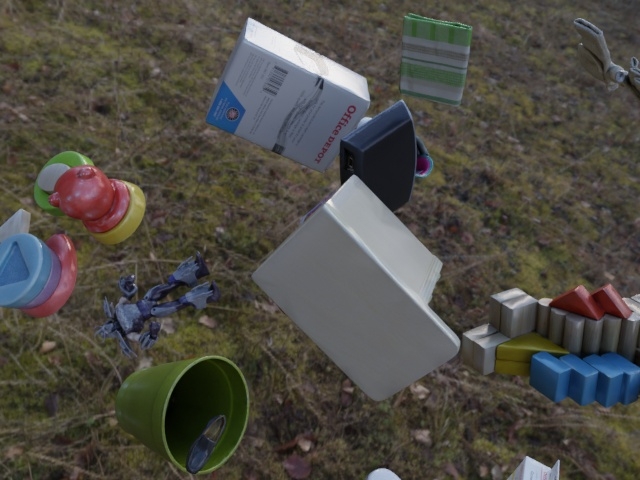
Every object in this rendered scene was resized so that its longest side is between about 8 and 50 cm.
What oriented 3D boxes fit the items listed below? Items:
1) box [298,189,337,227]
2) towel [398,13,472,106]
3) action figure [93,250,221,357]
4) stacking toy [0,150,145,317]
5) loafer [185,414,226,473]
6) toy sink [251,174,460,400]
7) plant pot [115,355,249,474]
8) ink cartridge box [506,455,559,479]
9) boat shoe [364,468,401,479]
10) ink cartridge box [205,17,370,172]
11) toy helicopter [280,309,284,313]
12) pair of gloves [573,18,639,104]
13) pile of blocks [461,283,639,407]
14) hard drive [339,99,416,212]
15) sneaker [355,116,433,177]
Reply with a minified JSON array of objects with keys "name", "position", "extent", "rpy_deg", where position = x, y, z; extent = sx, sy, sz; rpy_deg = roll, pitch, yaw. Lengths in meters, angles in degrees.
[{"name":"box","position":[0.000,0.000,1.843],"extent":[0.057,0.201,0.293],"rpy_deg":[30,44,-26]},{"name":"towel","position":[0.187,-0.295,0.935],"extent":[0.113,0.152,0.023],"rpy_deg":[17,56,16]},{"name":"action figure","position":[-0.374,0.142,1.270],"extent":[0.285,0.099,0.185],"rpy_deg":[-28,70,-14]},{"name":"stacking toy","position":[-0.502,-0.042,1.011],"extent":[0.279,0.130,0.309],"rpy_deg":[39,88,31]},{"name":"loafer","position":[-0.311,0.548,1.543],"extent":[0.062,0.061,0.170],"rpy_deg":[29,51,-4]},{"name":"toy sink","position":[0.059,0.060,0.735],"extent":[0.234,0.153,0.131],"rpy_deg":[45,33,-3]},{"name":"plant pot","position":[-0.494,0.562,1.921],"extent":[0.353,0.366,0.366],"rpy_deg":[-3,25,37]},{"name":"ink cartridge box","position":[0.476,0.589,1.317],"extent":[0.067,0.198,0.115],"rpy_deg":[26,35,9]},{"name":"boat shoe","position":[0.141,0.560,0.987],"extent":[0.108,0.102,0.301],"rpy_deg":[1,42,-33]},{"name":"ink cartridge box","position":[-0.074,-0.323,1.300],"extent":[0.307,0.223,0.129],"rpy_deg":[22,39,-19]},{"name":"toy helicopter","position":[0.059,0.122,1.130],"extent":[0.140,0.355,0.235],"rpy_deg":[-37,90,-29]},{"name":"pair of gloves","position":[0.601,-0.329,1.143],"extent":[0.204,0.042,0.240],"rpy_deg":[20,31,-55]},{"name":"pile of blocks","position":[0.348,0.114,0.643],"extent":[0.362,0.112,0.149],"rpy_deg":[0,24,13]},{"name":"hard drive","position":[0.119,-0.134,1.124],"extent":[0.172,0.254,0.054],"rpy_deg":[-35,56,-19]},{"name":"sneaker","position":[0.198,-0.169,1.449],"extent":[0.178,0.295,0.124],"rpy_deg":[18,50,35]}]
